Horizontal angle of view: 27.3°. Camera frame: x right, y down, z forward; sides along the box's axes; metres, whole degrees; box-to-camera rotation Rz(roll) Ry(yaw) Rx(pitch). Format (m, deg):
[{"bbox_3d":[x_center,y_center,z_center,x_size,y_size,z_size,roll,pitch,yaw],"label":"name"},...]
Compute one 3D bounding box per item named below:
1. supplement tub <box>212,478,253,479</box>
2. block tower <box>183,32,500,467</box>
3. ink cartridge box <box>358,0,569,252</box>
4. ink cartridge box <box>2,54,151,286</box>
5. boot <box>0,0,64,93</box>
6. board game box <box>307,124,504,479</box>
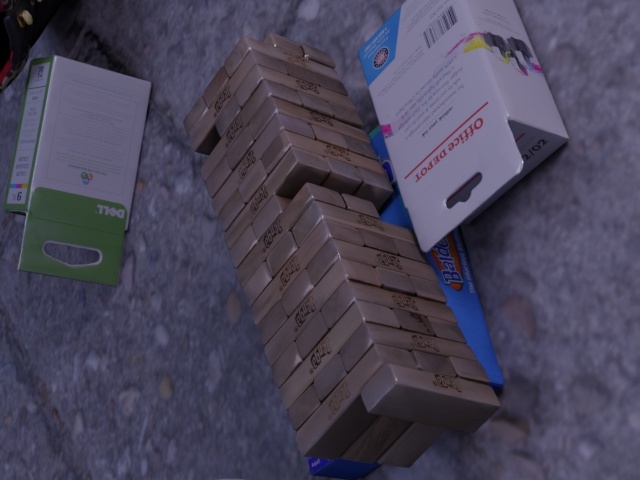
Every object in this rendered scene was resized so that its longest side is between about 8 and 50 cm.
[{"bbox_3d":[-0.084,0.336,0.889,0.316,0.193,0.193,-61,40,20],"label":"supplement tub"},{"bbox_3d":[0.000,0.000,0.889,0.097,0.091,0.335,-51,43,29],"label":"block tower"},{"bbox_3d":[0.098,-0.085,0.891,0.104,0.061,0.181,-43,48,37],"label":"ink cartridge box"},{"bbox_3d":[-0.241,-0.066,1.287,0.062,0.109,0.209,0,80,53],"label":"ink cartridge box"},{"bbox_3d":[-0.290,-0.311,1.312,0.377,0.138,0.284,-50,16,36],"label":"boot"},{"bbox_3d":[0.037,0.042,0.943,0.160,0.047,0.210,-41,49,38],"label":"board game box"}]
